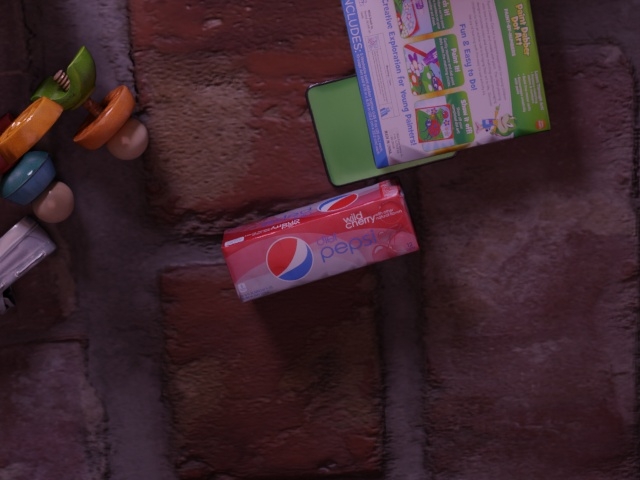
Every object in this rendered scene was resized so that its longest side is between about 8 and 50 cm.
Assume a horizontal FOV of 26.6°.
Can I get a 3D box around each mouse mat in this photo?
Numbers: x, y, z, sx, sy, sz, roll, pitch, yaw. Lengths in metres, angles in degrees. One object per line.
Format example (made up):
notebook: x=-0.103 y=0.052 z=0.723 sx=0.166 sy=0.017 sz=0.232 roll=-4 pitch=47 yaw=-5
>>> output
mouse mat: x=0.086 y=-0.164 z=1.873 sx=0.190 sy=0.007 sz=0.152 roll=-14 pitch=108 yaw=3

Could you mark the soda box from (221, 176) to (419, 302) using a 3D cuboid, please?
soda box: x=0.000 y=0.000 z=1.885 sx=0.263 sy=0.083 sz=0.092 roll=-17 pitch=107 yaw=5

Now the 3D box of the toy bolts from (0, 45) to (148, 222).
toy bolts: x=-0.352 y=-0.107 z=1.799 sx=0.228 sy=0.218 sz=0.158 roll=-33 pitch=112 yaw=28

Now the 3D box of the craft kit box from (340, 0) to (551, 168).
craft kit box: x=0.168 y=-0.244 z=1.818 sx=0.247 sy=0.061 sz=0.249 roll=-11 pitch=107 yaw=3

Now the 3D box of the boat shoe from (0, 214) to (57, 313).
boat shoe: x=-0.462 y=0.067 z=1.904 sx=0.081 sy=0.079 sz=0.227 roll=43 pitch=99 yaw=-8
